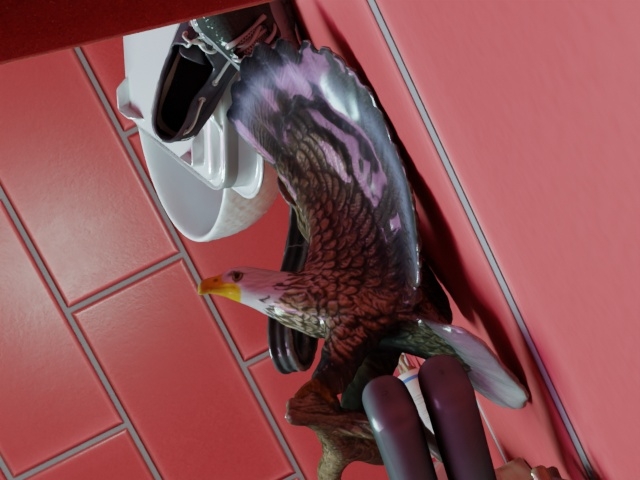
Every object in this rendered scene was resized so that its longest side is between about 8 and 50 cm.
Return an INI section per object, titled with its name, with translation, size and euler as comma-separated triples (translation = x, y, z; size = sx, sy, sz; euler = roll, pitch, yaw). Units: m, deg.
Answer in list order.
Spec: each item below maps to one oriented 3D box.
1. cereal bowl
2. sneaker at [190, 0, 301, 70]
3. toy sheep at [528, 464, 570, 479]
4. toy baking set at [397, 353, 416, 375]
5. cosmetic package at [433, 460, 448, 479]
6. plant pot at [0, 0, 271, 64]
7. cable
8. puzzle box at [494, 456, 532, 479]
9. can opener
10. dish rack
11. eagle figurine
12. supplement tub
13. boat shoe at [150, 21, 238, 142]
[cereal bowl]
translation = -0.129, -0.175, 1.266
size = 0.339, 0.141, 0.339
euler = 37, 133, 54
[sneaker]
translation = -0.033, -0.154, 0.865
size = 0.132, 0.086, 0.228
euler = 57, -175, 32
[toy sheep]
translation = 0.137, 0.182, 0.570
size = 0.091, 0.091, 0.132
euler = 63, -164, 22
[toy baking set]
translation = 0.155, 0.225, 1.617
size = 0.256, 0.030, 0.196
euler = 69, 177, -68
[cosmetic package]
translation = 0.113, 0.421, 0.895
size = 0.365, 0.155, 0.197
euler = 62, -153, 3
[plant pot]
translation = -0.147, -0.228, 0.442
size = 0.267, 0.267, 0.235
euler = -135, 31, -85
[cable]
translation = 0.000, 0.000, 0.916
size = 0.287, 0.072, 0.139
euler = -78, -21, -59
[puzzle box]
translation = 0.258, 0.399, 0.762
size = 0.409, 0.052, 0.272
euler = 64, 179, -11
[can opener]
translation = 0.096, 0.194, 0.644
size = 0.093, 0.074, 0.280
euler = -115, 5, -55
[dish rack]
translation = -0.165, -0.215, 1.091
size = 0.333, 0.072, 0.285
euler = 36, 131, 52
[eagle figurine]
translation = 0.018, 0.016, 0.736
size = 0.226, 0.225, 0.298
euler = -35, 42, 49
[supplement tub]
translation = 0.145, 0.236, 1.318
size = 0.107, 0.071, 0.071
euler = 62, 178, 37
[boat shoe]
translation = -0.108, -0.181, 0.920
size = 0.075, 0.206, 0.065
euler = 28, -155, -4
